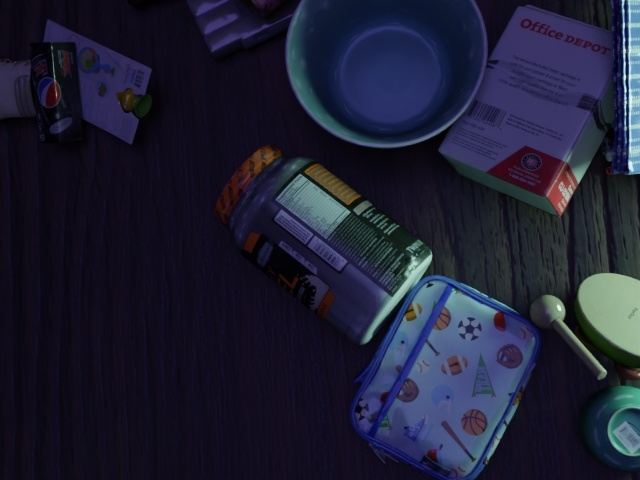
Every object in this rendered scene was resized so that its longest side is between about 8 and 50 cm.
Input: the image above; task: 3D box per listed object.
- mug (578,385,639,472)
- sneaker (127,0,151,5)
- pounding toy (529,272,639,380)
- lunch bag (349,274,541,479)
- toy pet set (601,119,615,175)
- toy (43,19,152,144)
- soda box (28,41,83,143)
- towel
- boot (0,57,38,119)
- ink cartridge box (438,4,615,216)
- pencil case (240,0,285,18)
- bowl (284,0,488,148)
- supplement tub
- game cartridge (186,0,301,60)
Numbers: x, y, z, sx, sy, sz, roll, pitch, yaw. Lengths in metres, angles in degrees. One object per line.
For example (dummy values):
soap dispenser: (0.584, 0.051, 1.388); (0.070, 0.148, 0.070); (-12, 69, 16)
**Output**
mug: (0.480, 0.288, 1.446); (0.158, 0.097, 0.129); (3, 83, 8)
sneaker: (-0.347, -0.510, 1.657); (0.106, 0.078, 0.234); (-29, 83, 0)
pounding toy: (0.439, 0.155, 1.455); (0.237, 0.110, 0.183); (-8, 46, -29)
lunch bag: (0.187, 0.220, 1.486); (0.243, 0.115, 0.303); (29, 86, 12)
toy pet set: (0.508, -0.174, 1.515); (0.122, 0.065, 0.114); (-13, 82, 5)
toy: (-0.383, -0.274, 1.633); (0.237, 0.056, 0.136); (29, 113, 25)
soda box: (-0.448, -0.251, 1.608); (0.053, 0.060, 0.168); (4, 104, 30)
towel: (0.508, -0.276, 1.425); (0.040, 0.243, 0.335); (9, 107, 49)
boot: (-0.555, -0.307, 1.645); (0.165, 0.077, 0.213); (-5, 89, 18)
ink cartridge box: (0.344, -0.205, 1.488); (0.197, 0.114, 0.272); (28, 88, 30)
pencil case: (-0.014, -0.533, 1.522); (0.386, 0.160, 0.167); (-43, 67, 1)
bowl: (0.108, -0.284, 1.529); (0.312, 0.163, 0.311); (-1, 84, 7)
supplement tub: (0.000, 0.000, 1.494); (0.316, 0.193, 0.193); (38, 89, 11)
game cartridge: (-0.068, -0.479, 1.630); (0.355, 0.068, 0.230); (-25, 85, 3)
